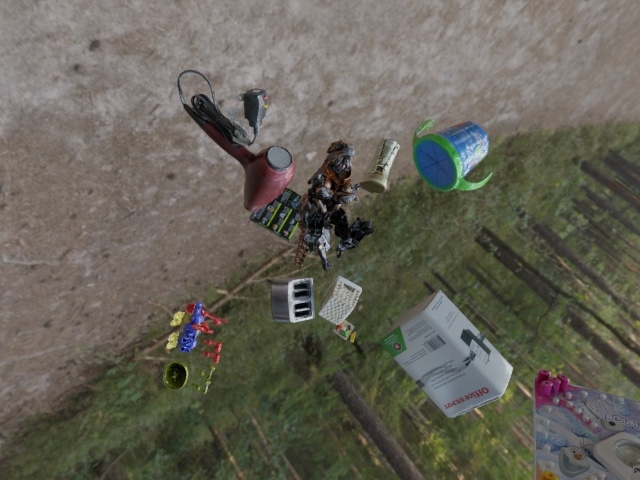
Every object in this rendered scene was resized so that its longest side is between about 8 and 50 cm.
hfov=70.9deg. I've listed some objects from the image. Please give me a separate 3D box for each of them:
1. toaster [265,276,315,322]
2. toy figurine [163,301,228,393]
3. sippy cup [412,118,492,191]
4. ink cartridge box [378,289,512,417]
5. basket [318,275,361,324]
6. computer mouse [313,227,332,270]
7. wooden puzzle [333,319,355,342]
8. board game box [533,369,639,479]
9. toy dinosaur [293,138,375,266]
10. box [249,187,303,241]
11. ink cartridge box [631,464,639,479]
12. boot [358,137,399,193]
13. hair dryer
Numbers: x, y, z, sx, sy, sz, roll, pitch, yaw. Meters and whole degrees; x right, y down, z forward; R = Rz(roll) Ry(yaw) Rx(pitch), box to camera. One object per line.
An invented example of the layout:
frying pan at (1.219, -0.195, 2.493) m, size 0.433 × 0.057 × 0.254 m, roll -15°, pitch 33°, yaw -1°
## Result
toaster at (-0.109, 0.226, 1.745) m, size 0.110 × 0.168 × 0.186 m, roll -5°, pitch 177°, yaw 42°
toy figurine at (-0.465, 0.364, 1.705) m, size 0.217 × 0.191 × 0.362 m, roll -103°, pitch -153°, yaw -67°
sippy cup at (0.518, -0.343, 1.743) m, size 0.224 × 0.305 × 0.240 m, roll -32°, pitch -168°, yaw -18°
ink cartridge box at (0.244, 0.225, 0.888) m, size 0.087 × 0.208 × 0.153 m, roll -35°, pitch 171°, yaw -46°
basket at (0.072, 0.241, 1.779) m, size 0.167 × 0.113 × 0.103 m, roll -58°, pitch -176°, yaw 44°
computer mouse at (0.000, 0.000, 1.409) m, size 0.042 × 0.193 × 0.106 m, roll -21°, pitch 123°, yaw 14°
wooden puzzle at (0.096, 0.359, 1.832) m, size 0.078 × 0.116 × 0.014 m, roll -63°, pitch -174°, yaw -30°
board game box at (0.672, 0.461, 0.963) m, size 0.390 × 0.390 × 0.050 m, roll -49°, pitch 143°, yaw -54°
toy dinosaur at (0.016, -0.072, 1.083) m, size 0.164 × 0.218 × 0.321 m, roll -7°, pitch 126°, yaw -14°
box at (-0.158, -0.120, 1.805) m, size 0.190 × 0.184 × 0.045 m, roll -62°, pitch -176°, yaw -15°
ink cartridge box at (0.565, 0.419, 0.726) m, size 0.209 × 0.062 × 0.109 m, roll -52°, pitch 169°, yaw -32°
boot at (0.181, -0.225, 1.336) m, size 0.213 × 0.077 × 0.165 m, roll -111°, pitch -134°, yaw -86°
hair dryer at (-0.141, -0.172, 0.847) m, size 0.080 × 0.224 × 0.293 m, roll -39°, pitch 138°, yaw -31°
